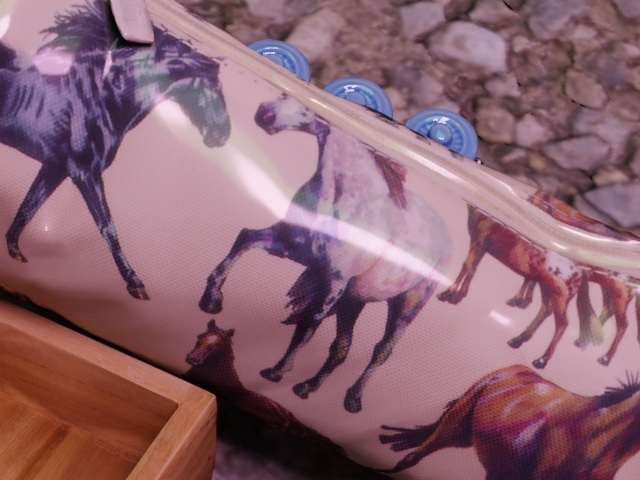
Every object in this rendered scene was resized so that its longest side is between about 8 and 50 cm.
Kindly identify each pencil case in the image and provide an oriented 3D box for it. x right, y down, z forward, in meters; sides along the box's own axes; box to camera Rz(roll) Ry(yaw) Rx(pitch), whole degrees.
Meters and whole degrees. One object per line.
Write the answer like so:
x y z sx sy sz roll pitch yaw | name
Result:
0.000 0.000 0.931 0.410 0.183 0.160 27 42 -2 | pencil case

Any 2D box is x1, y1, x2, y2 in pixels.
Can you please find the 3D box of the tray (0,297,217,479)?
-0.231 0.186 0.833 0.203 0.076 0.411 22 48 16 | tray

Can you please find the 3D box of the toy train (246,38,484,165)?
0.003 -0.032 1.061 0.184 0.080 0.105 23 61 7 | toy train
